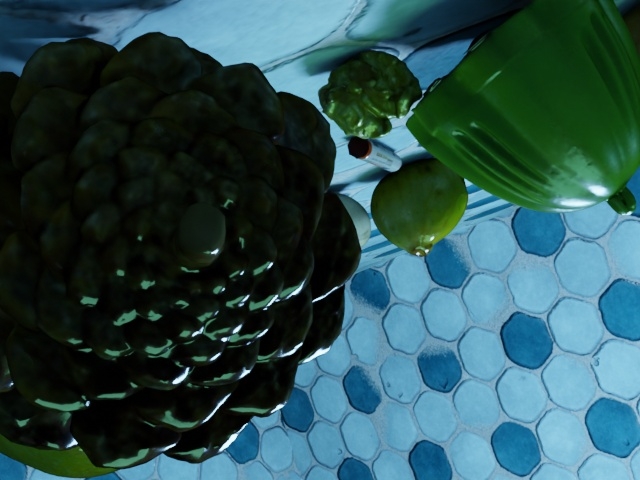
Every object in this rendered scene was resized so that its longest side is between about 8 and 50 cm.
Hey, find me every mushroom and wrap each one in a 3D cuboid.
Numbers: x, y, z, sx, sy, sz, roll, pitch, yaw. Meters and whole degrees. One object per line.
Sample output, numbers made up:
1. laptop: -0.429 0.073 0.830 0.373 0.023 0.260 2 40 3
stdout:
1. mushroom: 0.000 0.000 1.283 0.154 0.123 0.154 -13 169 -2

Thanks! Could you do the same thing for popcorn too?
1. popcorn: 0.037 -0.115 0.702 0.083 0.060 0.068 -15 -144 28

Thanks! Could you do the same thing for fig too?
1. fig: 0.139 -0.054 1.279 0.153 0.121 0.136 -42 179 -28

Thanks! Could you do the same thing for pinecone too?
1. pinecone: -0.116 0.006 0.526 0.244 0.244 0.309 -14 -169 -37

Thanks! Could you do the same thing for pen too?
1. pen: 0.070 -0.099 1.073 0.026 0.026 0.218 -21 174 15

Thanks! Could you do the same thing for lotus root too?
1. lotus root: 0.183 -0.085 0.691 0.186 0.186 0.186 -19 174 -2

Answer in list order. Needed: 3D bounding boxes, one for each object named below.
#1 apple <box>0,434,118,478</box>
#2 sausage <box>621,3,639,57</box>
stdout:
1. apple: -0.194 0.073 0.770 0.260 0.194 0.261 -4 -154 2
2. sausage: 0.302 -0.171 0.838 0.108 0.109 0.270 -15 172 -32
